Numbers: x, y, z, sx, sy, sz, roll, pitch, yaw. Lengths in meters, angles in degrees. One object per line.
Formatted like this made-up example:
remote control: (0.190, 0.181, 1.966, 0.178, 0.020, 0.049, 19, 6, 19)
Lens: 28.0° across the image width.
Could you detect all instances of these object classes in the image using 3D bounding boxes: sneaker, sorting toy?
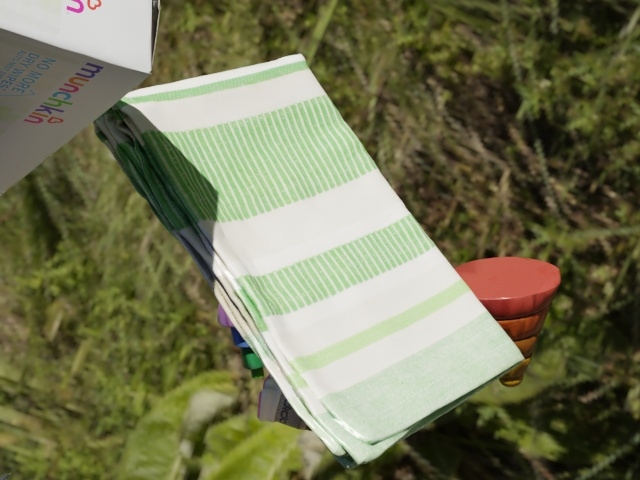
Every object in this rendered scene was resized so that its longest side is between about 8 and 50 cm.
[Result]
sneaker: (-0.001, 0.143, 1.267, 0.170, 0.074, 0.063, -38, -32, -64)
sorting toy: (0.071, 0.100, 1.345, 0.127, 0.365, 0.126, -57, -39, -67)

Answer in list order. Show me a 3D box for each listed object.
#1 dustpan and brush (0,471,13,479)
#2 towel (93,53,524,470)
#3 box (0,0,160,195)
dustpan and brush: (-0.350, 0.255, 1.005, 0.147, 0.211, 0.060, -75, -30, -80)
towel: (0.000, 0.000, 0.988, 0.248, 0.325, 0.038, -23, -18, -49)
box: (-0.264, -0.135, 0.795, 0.262, 0.231, 0.127, -27, 56, 47)
